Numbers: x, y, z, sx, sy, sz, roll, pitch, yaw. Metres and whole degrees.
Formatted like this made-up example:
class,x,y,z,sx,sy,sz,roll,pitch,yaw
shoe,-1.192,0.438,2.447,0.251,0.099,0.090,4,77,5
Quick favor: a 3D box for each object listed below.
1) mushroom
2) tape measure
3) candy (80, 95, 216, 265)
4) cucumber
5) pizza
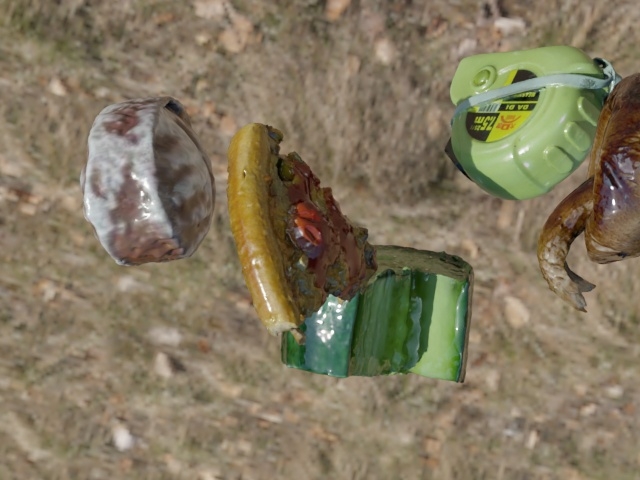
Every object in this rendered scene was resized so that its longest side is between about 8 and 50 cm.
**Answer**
class,x,y,z,sx,sy,sz,roll,pitch,yaw
mushroom,0.209,-0.031,0.872,0.080,0.170,0.135,25,-175,11
tape measure,0.193,-0.111,1.180,0.087,0.154,0.177,39,155,-32
candy,-0.221,-0.080,1.664,0.157,0.214,0.289,-9,-160,7
cucumber,0.047,0.072,1.249,0.191,0.130,0.191,2,-178,0
pizza,0.000,0.000,1.049,0.062,0.188,0.199,-20,160,27
